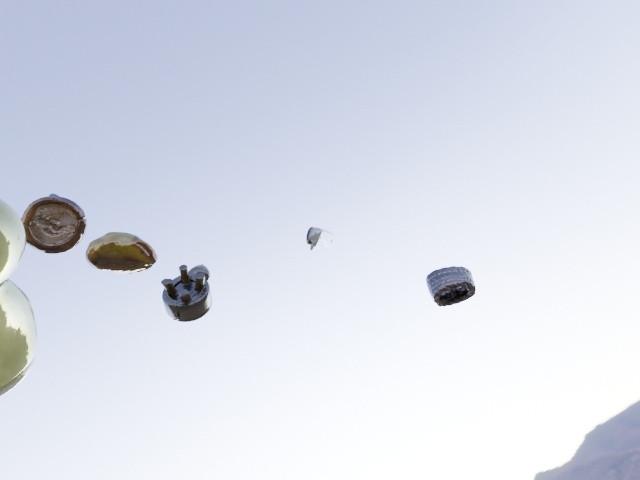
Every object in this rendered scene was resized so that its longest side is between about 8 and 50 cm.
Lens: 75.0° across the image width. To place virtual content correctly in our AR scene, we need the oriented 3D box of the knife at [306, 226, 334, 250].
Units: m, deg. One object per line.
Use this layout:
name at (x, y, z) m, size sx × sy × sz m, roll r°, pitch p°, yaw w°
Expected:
knife at (0.001, -0.003, 1.338) m, size 0.265 × 0.041 × 0.073 m, roll 2°, pitch -74°, yaw -78°

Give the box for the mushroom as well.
mushroom at (-0.555, -0.032, 0.872) m, size 0.123 × 0.123 × 0.052 m, roll 6°, pitch -11°, yaw -34°

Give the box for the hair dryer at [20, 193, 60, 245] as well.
hair dryer at (-0.848, -0.054, 1.153) m, size 0.195 × 0.075 × 0.219 m, roll -46°, pitch -4°, yaw 9°

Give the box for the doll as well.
doll at (-0.364, 0.062, 0.423) m, size 0.141 × 0.117 × 0.296 m, roll -46°, pitch -25°, yaw -63°

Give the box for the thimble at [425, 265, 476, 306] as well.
thimble at (0.305, 0.104, 0.980) m, size 0.104 × 0.066 × 0.095 m, roll -29°, pitch -43°, yaw 27°

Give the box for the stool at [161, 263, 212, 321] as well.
stool at (-0.448, 0.159, 1.397) m, size 0.153 × 0.228 × 0.139 m, roll -7°, pitch -48°, yaw -11°

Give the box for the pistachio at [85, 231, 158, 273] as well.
pistachio at (-0.545, 0.039, 1.139) m, size 0.189 × 0.100 × 0.110 m, roll 4°, pitch -42°, yaw -47°
